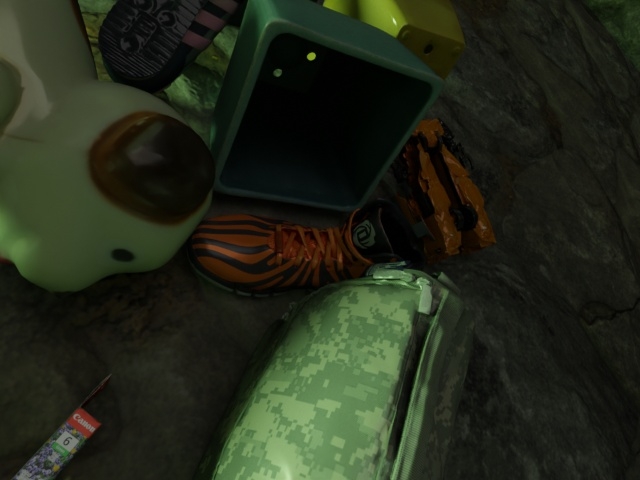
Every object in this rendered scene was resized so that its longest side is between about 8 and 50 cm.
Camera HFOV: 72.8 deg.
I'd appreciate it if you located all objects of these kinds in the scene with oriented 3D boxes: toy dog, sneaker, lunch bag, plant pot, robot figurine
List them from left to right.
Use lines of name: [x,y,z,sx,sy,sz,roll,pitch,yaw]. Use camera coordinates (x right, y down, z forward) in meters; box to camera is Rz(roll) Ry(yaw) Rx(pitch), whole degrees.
toy dog: [-0.292,-0.129,0.420,0.408,0.284,0.395,48,53,-10]
sneaker: [-0.182,-0.331,0.609,0.112,0.131,0.319,42,74,-12]
plant pot: [-0.026,-0.228,0.643,0.247,0.247,0.252,6,47,-29]
sneaker: [0.000,0.000,0.573,0.321,0.180,0.125,9,62,-28]
lunch bag: [0.026,0.193,0.445,0.212,0.256,0.305,35,53,-12]
plant pot: [0.125,-0.345,0.771,0.212,0.212,0.187,-1,49,-31]
robot figurine: [0.210,-0.108,0.816,0.211,0.085,0.291,-9,72,-34]

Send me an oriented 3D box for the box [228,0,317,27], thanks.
box: [-0.163,-0.550,0.753,0.293,0.182,0.297,-1,68,-33]

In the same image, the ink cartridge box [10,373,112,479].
ink cartridge box: [-0.235,0.186,0.413,0.029,0.063,0.115,41,52,-6]
